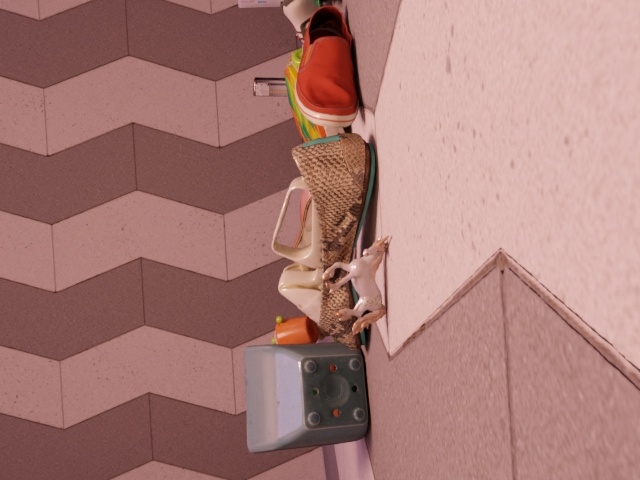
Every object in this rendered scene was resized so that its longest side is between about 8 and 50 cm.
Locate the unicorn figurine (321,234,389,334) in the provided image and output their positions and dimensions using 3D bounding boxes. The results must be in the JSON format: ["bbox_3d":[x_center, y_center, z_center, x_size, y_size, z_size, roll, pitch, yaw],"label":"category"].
[{"bbox_3d":[0.063,0.064,0.895,0.060,0.111,0.162,-119,10,-58],"label":"unicorn figurine"}]

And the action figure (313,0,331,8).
[{"bbox_3d":[0.007,-0.589,1.297,0.232,0.064,0.137,-81,-12,-75],"label":"action figure"}]

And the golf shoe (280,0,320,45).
[{"bbox_3d":[-0.021,-0.562,1.468,0.120,0.105,0.273,63,-172,8],"label":"golf shoe"}]

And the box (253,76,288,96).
[{"bbox_3d":[-0.124,-0.551,2.028,0.183,0.231,0.056,-106,17,-71],"label":"box"}]

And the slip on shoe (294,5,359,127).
[{"bbox_3d":[0.013,-0.339,1.094,0.101,0.123,0.331,98,174,-51],"label":"slip on shoe"}]

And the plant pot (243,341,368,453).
[{"bbox_3d":[-0.015,0.344,1.273,0.252,0.247,0.247,145,124,-61],"label":"plant pot"}]

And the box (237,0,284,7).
[{"bbox_3d":[-0.145,-0.883,1.817,0.231,0.262,0.126,91,174,-59],"label":"box"}]

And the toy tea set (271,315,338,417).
[{"bbox_3d":[-0.030,0.344,1.526,0.200,0.124,0.336,13,-121,-66],"label":"toy tea set"}]

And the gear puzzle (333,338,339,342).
[{"bbox_3d":[0.038,0.223,1.708,0.339,0.044,0.175,98,167,-72],"label":"gear puzzle"}]

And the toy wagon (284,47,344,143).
[{"bbox_3d":[-0.023,-0.315,1.330,0.267,0.068,0.344,82,164,-55],"label":"toy wagon"}]

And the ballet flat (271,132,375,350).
[{"bbox_3d":[0.000,0.022,1.066,0.164,0.182,0.482,-100,7,-53],"label":"ballet flat"}]

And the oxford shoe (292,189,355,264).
[{"bbox_3d":[0.010,0.043,1.319,0.397,0.141,0.146,88,169,-49],"label":"oxford shoe"}]
